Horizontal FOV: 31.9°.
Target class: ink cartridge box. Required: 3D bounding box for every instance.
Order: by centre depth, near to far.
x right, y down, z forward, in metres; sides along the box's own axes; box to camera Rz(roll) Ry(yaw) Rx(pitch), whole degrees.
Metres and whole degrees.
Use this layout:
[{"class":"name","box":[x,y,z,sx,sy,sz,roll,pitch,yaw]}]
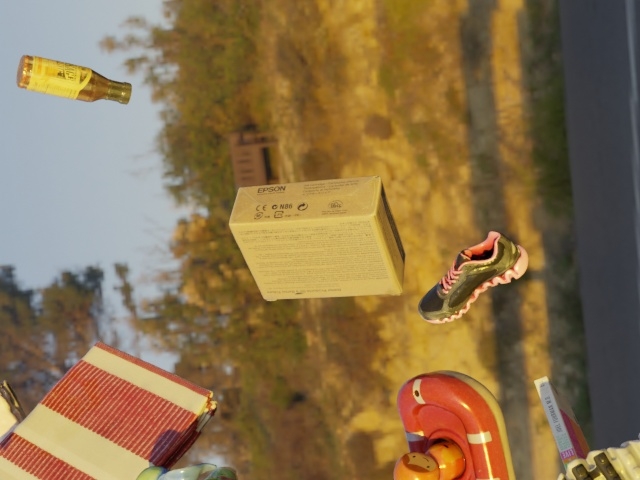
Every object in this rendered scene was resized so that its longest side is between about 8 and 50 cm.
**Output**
[{"class":"ink cartridge box","box":[0.000,0.000,1.750,0.193,0.235,0.088,69,-156,-47]}]

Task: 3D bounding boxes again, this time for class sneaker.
[{"class":"sneaker","box":[0.138,0.032,1.072,0.057,0.119,0.047,42,-164,-41]},{"class":"sneaker","box":[0.393,0.267,1.282,0.118,0.292,0.110,91,159,-57]}]

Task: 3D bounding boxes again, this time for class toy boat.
[{"class":"toy boat","box":[0.156,0.289,1.465,0.151,0.151,0.231,-13,-88,-43]}]

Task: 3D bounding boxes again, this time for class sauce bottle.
[{"class":"sauce bottle","box":[-0.282,-0.182,1.287,0.042,0.128,0.042,-29,57,59]}]

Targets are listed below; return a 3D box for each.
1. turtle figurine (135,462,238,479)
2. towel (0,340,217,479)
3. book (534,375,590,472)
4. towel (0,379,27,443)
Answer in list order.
[{"class":"turtle figurine","box":[-0.135,0.375,1.315,0.266,0.275,0.198,44,-151,-4]},{"class":"towel","box":[-0.305,0.280,1.373,0.329,0.237,0.037,-49,-42,-27]},{"class":"book","box":[0.327,0.260,1.473,0.096,0.035,0.144,46,-156,-50]},{"class":"towel","box":[-0.509,0.420,1.643,0.331,0.317,0.053,55,-171,16]}]
